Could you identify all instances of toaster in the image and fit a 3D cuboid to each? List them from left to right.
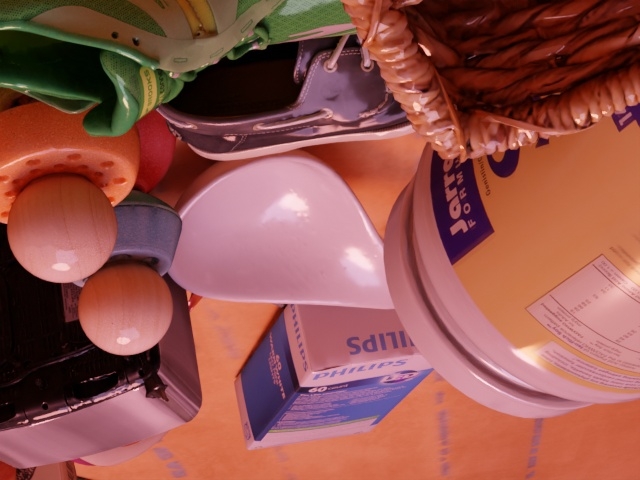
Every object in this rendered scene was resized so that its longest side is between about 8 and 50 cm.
[{"bbox_3d":[-0.180,0.066,1.102,0.168,0.186,0.110,-18,152,11],"label":"toaster"}]

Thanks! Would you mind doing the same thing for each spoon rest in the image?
[{"bbox_3d":[0.000,0.000,1.150,0.276,0.084,0.137,11,126,-48],"label":"spoon rest"}]

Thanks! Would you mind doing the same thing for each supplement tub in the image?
[{"bbox_3d":[0.207,-0.039,0.980,0.241,0.241,0.331,2,153,-30],"label":"supplement tub"}]

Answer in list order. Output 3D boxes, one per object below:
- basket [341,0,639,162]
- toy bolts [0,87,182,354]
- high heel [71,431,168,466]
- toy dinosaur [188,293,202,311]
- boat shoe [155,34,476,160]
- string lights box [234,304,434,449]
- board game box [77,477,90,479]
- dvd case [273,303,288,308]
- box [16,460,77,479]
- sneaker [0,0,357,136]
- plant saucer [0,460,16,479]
[{"bbox_3d":[0.123,-0.199,0.586,0.299,0.223,0.213,-19,157,17],"label":"basket"},{"bbox_3d":[-0.179,-0.013,0.945,0.218,0.158,0.228,-20,156,17],"label":"toy bolts"},{"bbox_3d":[-0.284,0.118,1.334,0.181,0.127,0.377,11,-179,38],"label":"high heel"},{"bbox_3d":[-0.075,0.023,1.211,0.047,0.090,0.082,-13,-165,-41],"label":"toy dinosaur"},{"bbox_3d":[0.013,-0.106,0.926,0.233,0.084,0.079,-14,158,12],"label":"boat shoe"},{"bbox_3d":[0.014,0.119,1.446,0.133,0.077,0.260,-6,159,-18],"label":"string lights box"},{"bbox_3d":[-0.355,0.308,1.783,0.186,0.026,0.126,-21,156,19],"label":"board game box"},{"bbox_3d":[-0.003,0.025,1.316,0.119,0.013,0.087,-21,156,23],"label":"dvd case"},{"bbox_3d":[-0.386,0.273,1.578,0.275,0.113,0.094,-13,157,-2],"label":"box"},{"bbox_3d":[-0.088,-0.111,0.810,0.295,0.123,0.109,-7,156,-14],"label":"sneaker"},{"bbox_3d":[-0.360,0.178,1.343,0.200,0.037,0.200,12,-171,-2],"label":"plant saucer"}]
